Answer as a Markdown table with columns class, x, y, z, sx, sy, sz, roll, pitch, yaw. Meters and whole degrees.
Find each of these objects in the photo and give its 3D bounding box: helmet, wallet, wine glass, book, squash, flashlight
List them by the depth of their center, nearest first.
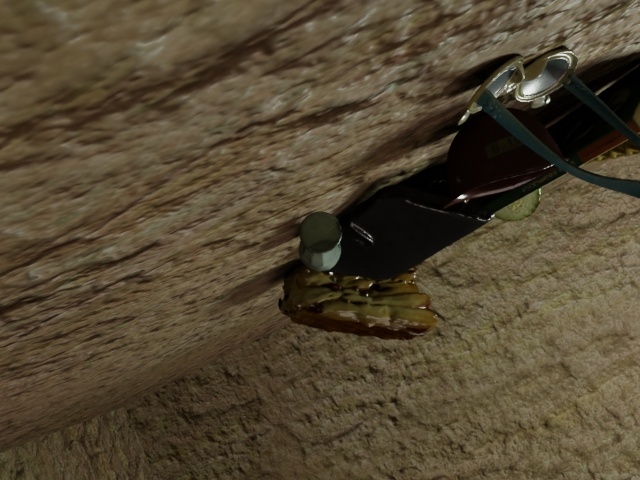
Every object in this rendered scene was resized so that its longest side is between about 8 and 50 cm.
| class | x | y | z | sx | sy | sz | roll | pitch | yaw |
| --- | --- | --- | --- | --- | --- | --- | --- | --- | --- |
| helmet | 0.228 | -0.117 | 0.945 | 0.175 | 0.106 | 0.155 | -24 | 174 | 10 |
| wine glass | 0.000 | 0.000 | 1.114 | 0.073 | 0.073 | 0.155 | -25 | 168 | -7 |
| book | 0.400 | -0.156 | 1.173 | 0.260 | 0.043 | 0.371 | -46 | -173 | -39 |
| wallet | 0.120 | -0.006 | 1.218 | 0.197 | 0.051 | 0.377 | 12 | 159 | -18 |
| flashlight | 0.192 | -0.041 | 1.352 | 0.103 | 0.103 | 0.424 | -25 | 170 | -8 |
| squash | 0.469 | -0.114 | 1.663 | 0.137 | 0.137 | 0.287 | -30 | 173 | 25 |

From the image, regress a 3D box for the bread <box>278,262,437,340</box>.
| class | x | y | z | sx | sy | sz | roll | pitch | yaw |
| --- | --- | --- | --- | --- | --- | --- | --- | --- | --- |
| bread | 0.079 | 0.117 | 1.547 | 0.324 | 0.167 | 0.277 | 11 | 166 | -8 |

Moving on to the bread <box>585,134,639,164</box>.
| class | x | y | z | sx | sy | sz | roll | pitch | yaw |
| --- | --- | --- | --- | --- | --- | --- | --- | --- | --- |
| bread | 0.509 | -0.186 | 1.278 | 0.084 | 0.077 | 0.367 | -56 | -171 | -8 |

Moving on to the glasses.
| class | x | y | z | sx | sy | sz | roll | pitch | yaw |
| --- | --- | --- | --- | --- | --- | --- | --- | --- | --- |
| glasses | 0.285 | -0.138 | 0.754 | 0.189 | 0.220 | 0.088 | -18 | 130 | -39 |
